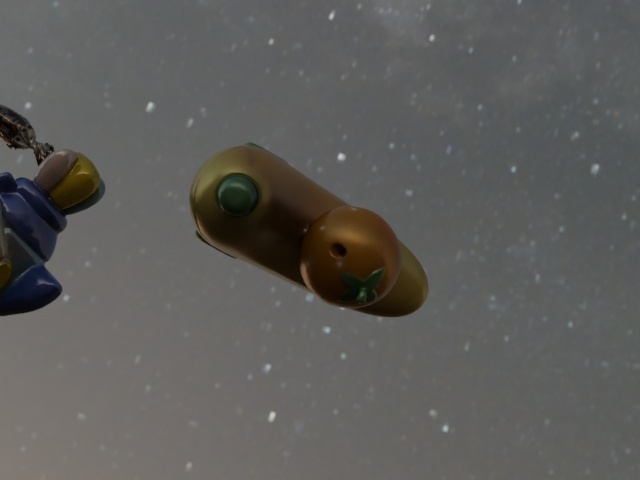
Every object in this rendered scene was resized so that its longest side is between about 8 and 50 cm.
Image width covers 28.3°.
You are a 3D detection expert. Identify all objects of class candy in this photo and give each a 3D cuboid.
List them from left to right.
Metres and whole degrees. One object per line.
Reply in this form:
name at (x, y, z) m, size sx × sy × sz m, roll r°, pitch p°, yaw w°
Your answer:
candy at (-0.445, -0.166, 1.782) m, size 0.226 × 0.051 × 0.094 m, roll 40°, pitch -16°, yaw 15°

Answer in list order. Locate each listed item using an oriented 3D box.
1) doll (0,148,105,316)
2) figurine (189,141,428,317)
doll at (-0.457, 0.000, 1.600) m, size 0.366 × 0.187 × 0.376 m, roll 9°, pitch -44°, yaw -46°
figurine at (0.000, 0.000, 1.377) m, size 0.324 × 0.124 × 0.222 m, roll 30°, pitch -3°, yaw -30°
